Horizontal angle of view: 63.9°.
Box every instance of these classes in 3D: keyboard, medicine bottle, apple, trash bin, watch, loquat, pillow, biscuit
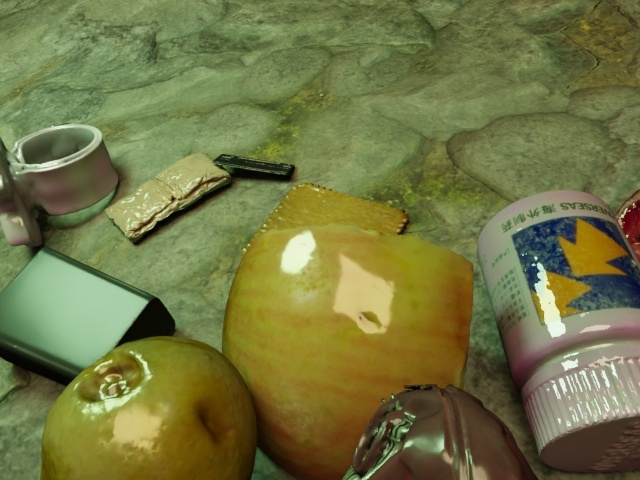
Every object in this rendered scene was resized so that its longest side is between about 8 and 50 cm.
[{"bbox_3d":[-0.129,-0.147,0.995,0.155,0.010,0.053,11,28,10],"label":"keyboard"},{"bbox_3d":[0.300,0.097,0.598,0.179,0.178,0.290,-7,47,7],"label":"medicine bottle"},{"bbox_3d":[0.019,0.130,0.635,0.310,0.313,0.252,7,8,11],"label":"apple"},{"bbox_3d":[-0.358,0.127,0.762,0.226,0.115,0.165,16,55,22],"label":"trash bin"},{"bbox_3d":[-0.514,-0.136,0.986,0.218,0.210,0.248,-23,39,-19],"label":"watch"},{"bbox_3d":[-0.165,0.208,0.512,0.213,0.213,0.213,-6,48,7],"label":"loquat"},{"bbox_3d":[-0.294,-0.092,0.988,0.233,0.043,0.126,-36,47,-16],"label":"pillow"},{"bbox_3d":[0.000,0.000,0.860,0.237,0.013,0.232,18,56,27],"label":"biscuit"}]

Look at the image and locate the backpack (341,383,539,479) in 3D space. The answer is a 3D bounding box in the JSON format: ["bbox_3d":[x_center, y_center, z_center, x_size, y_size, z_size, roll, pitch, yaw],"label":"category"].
[{"bbox_3d":[0.075,0.268,0.377,0.198,0.283,0.316,2,75,8],"label":"backpack"}]

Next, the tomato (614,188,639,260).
[{"bbox_3d":[0.497,-0.007,0.689,0.100,0.189,0.173,23,62,-14],"label":"tomato"}]
